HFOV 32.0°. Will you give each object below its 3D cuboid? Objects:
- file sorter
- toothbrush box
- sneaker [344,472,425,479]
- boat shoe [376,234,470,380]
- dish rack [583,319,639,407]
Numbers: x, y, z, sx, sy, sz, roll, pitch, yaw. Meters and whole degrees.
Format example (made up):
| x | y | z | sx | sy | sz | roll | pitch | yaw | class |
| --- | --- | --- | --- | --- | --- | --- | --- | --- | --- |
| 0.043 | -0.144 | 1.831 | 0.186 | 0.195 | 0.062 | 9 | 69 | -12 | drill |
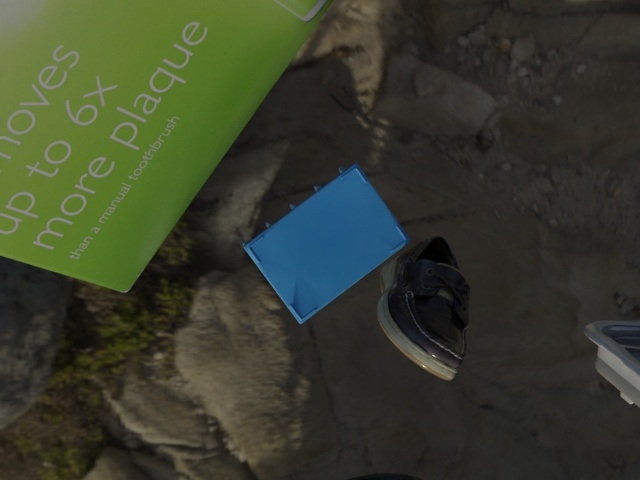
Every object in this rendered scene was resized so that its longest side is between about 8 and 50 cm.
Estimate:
| x | y | z | sx | sy | sz | roll | pitch | yaw | class |
| --- | --- | --- | --- | --- | --- | --- | --- | --- | --- |
| 0.000 | 0.000 | 1.395 | 0.170 | 0.104 | 0.118 | -37 | 101 | -6 | file sorter |
| -0.135 | -0.124 | 0.374 | 0.206 | 0.283 | 0.122 | -53 | 50 | 10 | toothbrush box |
| -0.026 | 0.180 | 0.441 | 0.083 | 0.098 | 0.224 | 43 | 88 | 18 | sneaker |
| 0.130 | 0.067 | 1.320 | 0.103 | 0.285 | 0.092 | 35 | 106 | -10 | boat shoe |
| 0.449 | 0.155 | 1.091 | 0.332 | 0.285 | 0.072 | 2 | 103 | -12 | dish rack |
